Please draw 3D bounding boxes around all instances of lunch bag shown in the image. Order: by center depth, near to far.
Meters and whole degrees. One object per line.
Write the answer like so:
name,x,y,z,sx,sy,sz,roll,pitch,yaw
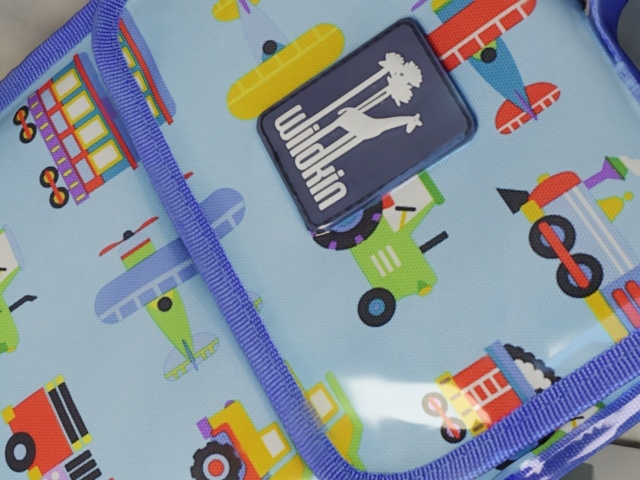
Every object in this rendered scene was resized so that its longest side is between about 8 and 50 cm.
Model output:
lunch bag,0.000,0.000,0.426,0.293,0.138,0.221,-41,64,22

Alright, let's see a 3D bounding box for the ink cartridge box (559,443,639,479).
ink cartridge box,0.071,0.201,0.598,0.353,0.119,0.207,9,125,8
